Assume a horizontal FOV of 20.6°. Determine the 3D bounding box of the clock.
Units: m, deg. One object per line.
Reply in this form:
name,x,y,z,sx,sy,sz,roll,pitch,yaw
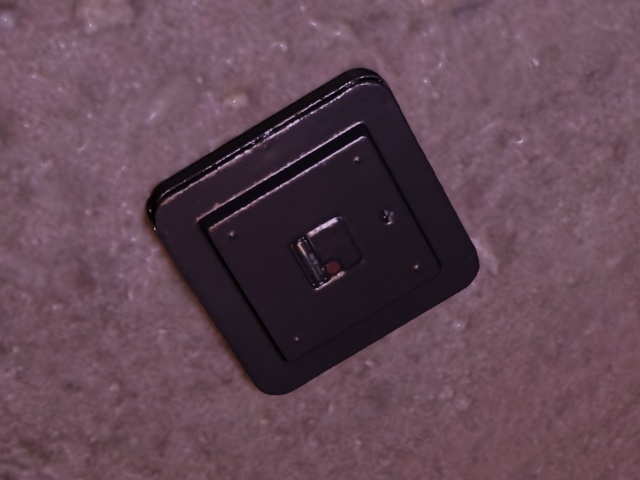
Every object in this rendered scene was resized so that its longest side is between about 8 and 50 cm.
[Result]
clock,0.000,0.000,1.782,0.273,0.049,0.279,-32,120,-1
